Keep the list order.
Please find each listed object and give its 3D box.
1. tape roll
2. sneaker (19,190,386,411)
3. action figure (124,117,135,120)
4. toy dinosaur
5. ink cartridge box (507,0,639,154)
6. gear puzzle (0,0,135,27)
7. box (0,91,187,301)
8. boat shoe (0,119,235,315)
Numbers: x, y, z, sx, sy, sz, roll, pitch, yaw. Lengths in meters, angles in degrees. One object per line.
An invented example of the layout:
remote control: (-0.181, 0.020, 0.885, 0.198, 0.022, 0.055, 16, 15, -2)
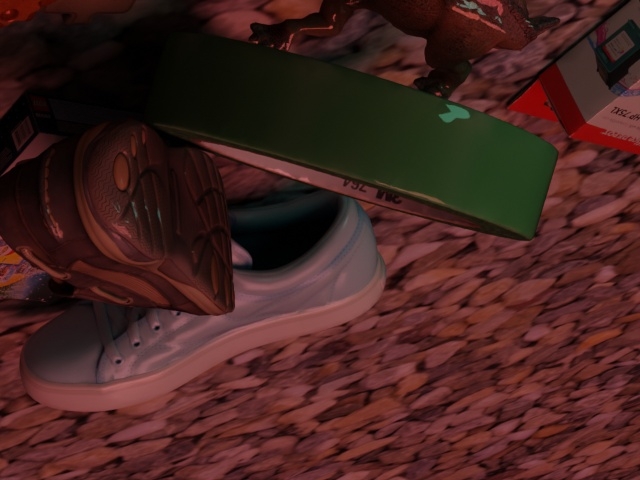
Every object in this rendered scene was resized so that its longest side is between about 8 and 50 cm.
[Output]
tape roll: (0.023, -0.079, 1.483, 0.321, 0.321, 0.077, 19, 88, -54)
sneaker: (-0.122, 0.036, 1.789, 0.366, 0.135, 0.150, -22, 136, -9)
action figure: (-0.188, -0.062, 1.529, 0.115, 0.030, 0.038, -36, 154, 24)
toy dinosaur: (0.083, -0.195, 1.407, 0.296, 0.127, 0.200, 22, 156, -25)
ink cartridge box: (0.306, -0.156, 1.795, 0.134, 0.078, 0.231, 9, 140, -47)
gear puzzle: (-0.171, -0.201, 1.363, 0.339, 0.044, 0.175, -4, 148, -33)
box: (-0.244, -0.032, 1.624, 0.159, 0.044, 0.233, 6, 142, -45)
boat shoe: (-0.159, -0.014, 1.506, 0.130, 0.132, 0.355, -6, 164, 12)
